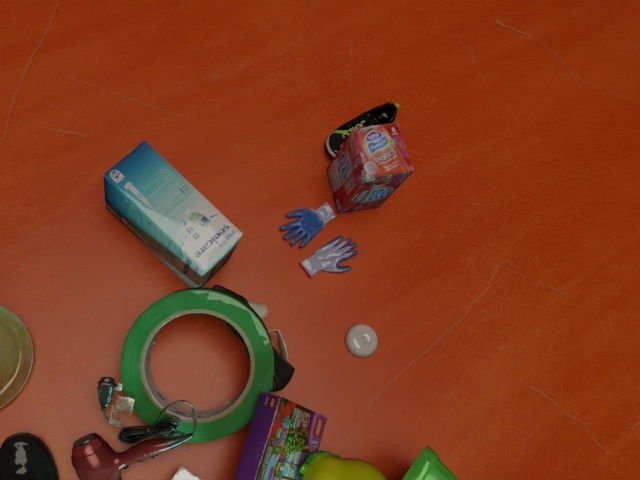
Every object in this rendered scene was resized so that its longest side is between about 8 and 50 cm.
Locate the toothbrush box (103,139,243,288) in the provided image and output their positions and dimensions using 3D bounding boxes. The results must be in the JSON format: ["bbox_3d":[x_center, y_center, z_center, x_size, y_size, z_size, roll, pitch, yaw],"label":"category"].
[{"bbox_3d":[-0.332,-0.045,1.587,0.295,0.216,0.126,44,67,2],"label":"toothbrush box"}]

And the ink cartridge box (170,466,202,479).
[{"bbox_3d":[-0.253,0.568,1.498,0.181,0.061,0.104,38,67,-2],"label":"ink cartridge box"}]

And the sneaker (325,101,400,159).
[{"bbox_3d":[0.110,-0.296,1.853,0.234,0.097,0.084,-38,85,-22],"label":"sneaker"}]

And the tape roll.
[{"bbox_3d":[-0.259,0.262,1.529,0.321,0.077,0.322,0,90,-5],"label":"tape roll"}]

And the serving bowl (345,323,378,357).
[{"bbox_3d":[0.102,0.239,1.719,0.083,0.027,0.083,4,73,-14],"label":"serving bowl"}]

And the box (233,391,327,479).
[{"bbox_3d":[-0.094,0.486,1.497,0.057,0.201,0.294,5,69,34],"label":"box"}]

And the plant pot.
[{"bbox_3d":[-0.709,0.239,1.451,0.236,0.032,0.237,3,86,-37],"label":"plant pot"}]

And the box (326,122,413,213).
[{"bbox_3d":[0.113,-0.169,1.727,0.122,0.257,0.128,-11,76,-17],"label":"box"}]

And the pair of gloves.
[{"bbox_3d":[0.000,0.000,1.770,0.159,0.023,0.198,-29,82,-21],"label":"pair of gloves"}]

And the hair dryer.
[{"bbox_3d":[-0.393,0.440,1.449,0.223,0.080,0.294,19,96,5],"label":"hair dryer"}]

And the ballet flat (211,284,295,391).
[{"bbox_3d":[-0.149,0.210,1.631,0.096,0.095,0.281,-30,93,-32],"label":"ballet flat"}]

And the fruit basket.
[{"bbox_3d":[0.118,0.598,1.505,0.391,0.283,0.392,-6,54,8],"label":"fruit basket"}]

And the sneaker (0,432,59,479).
[{"bbox_3d":[-0.571,0.542,1.376,0.125,0.140,0.341,-5,73,-15],"label":"sneaker"}]
